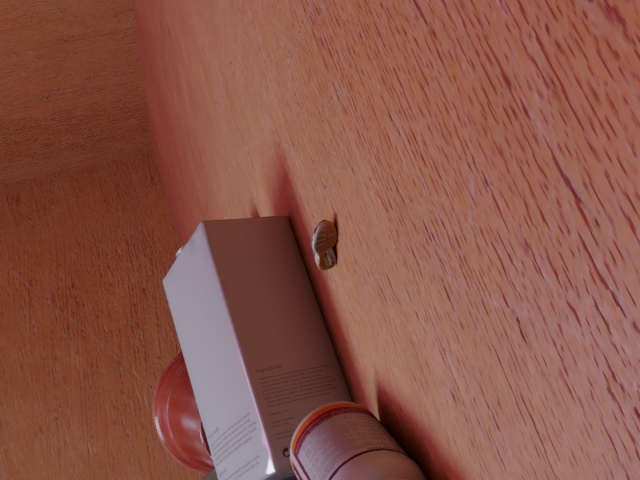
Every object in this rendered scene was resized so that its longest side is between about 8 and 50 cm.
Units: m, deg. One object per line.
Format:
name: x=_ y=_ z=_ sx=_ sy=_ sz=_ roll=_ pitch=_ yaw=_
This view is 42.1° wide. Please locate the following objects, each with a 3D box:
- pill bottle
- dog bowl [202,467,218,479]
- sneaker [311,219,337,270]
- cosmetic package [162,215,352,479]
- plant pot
pill bottle: x=0.048 y=0.271 z=0.912 sx=0.221 sy=0.121 sz=0.121 roll=-144 pitch=42 yaw=-70
dog bowl: x=-0.066 y=0.438 z=1.221 sx=0.265 sy=0.264 sz=0.104 roll=-130 pitch=52 yaw=-61
sneaker: x=0.000 y=0.000 z=1.016 sx=0.083 sy=0.031 sz=0.037 roll=92 pitch=158 yaw=-49
cosmetic package: x=-0.093 y=0.168 z=1.207 sx=0.197 sy=0.155 sz=0.366 roll=-46 pitch=56 yaw=51
plant pot: x=-0.159 y=0.323 z=1.571 sx=0.265 sy=0.272 sz=0.273 roll=-15 pitch=90 yaw=68
